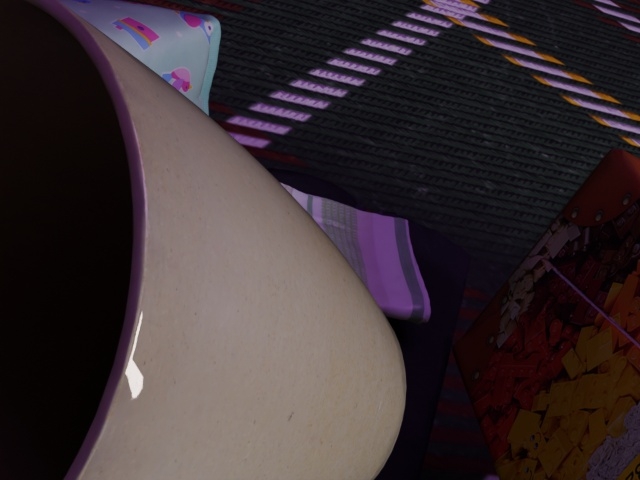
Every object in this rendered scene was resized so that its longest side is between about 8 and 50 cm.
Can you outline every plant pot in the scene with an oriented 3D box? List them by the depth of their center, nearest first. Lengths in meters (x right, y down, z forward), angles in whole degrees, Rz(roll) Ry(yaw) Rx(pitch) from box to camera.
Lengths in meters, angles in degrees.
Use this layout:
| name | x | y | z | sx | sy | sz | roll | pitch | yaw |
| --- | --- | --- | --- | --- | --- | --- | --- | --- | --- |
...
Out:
| name | x | y | z | sx | sy | sz | roll | pitch | yaw |
| --- | --- | --- | --- | --- | --- | --- | --- | --- | --- |
| plant pot | -0.086 | 0.050 | 0.648 | 0.274 | 0.256 | 0.256 | 21 | 28 | -53 |

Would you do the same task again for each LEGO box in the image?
| name | x | y | z | sx | sy | sz | roll | pitch | yaw |
| --- | --- | --- | --- | --- | --- | --- | --- | --- | --- |
| LEGO box | 0.372 | 0.197 | 0.916 | 0.500 | 0.193 | 0.372 | 25 | 25 | -23 |

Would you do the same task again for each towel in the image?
| name | x | y | z | sx | sy | sz | roll | pitch | yaw |
| --- | --- | --- | --- | --- | --- | --- | --- | --- | --- |
| towel | 0.000 | 0.000 | 0.981 | 0.152 | 0.023 | 0.113 | 18 | 30 | -21 |

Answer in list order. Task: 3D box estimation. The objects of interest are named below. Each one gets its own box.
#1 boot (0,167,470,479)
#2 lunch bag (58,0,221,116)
| name | x | y | z | sx | sy | sz | roll | pitch | yaw |
| --- | --- | --- | --- | --- | --- | --- | --- | --- | --- |
| boot | -0.087 | 0.071 | 0.931 | 0.367 | 0.146 | 0.445 | 35 | 36 | -10 |
| lunch bag | -0.237 | -0.099 | 1.014 | 0.262 | 0.160 | 0.223 | 13 | 20 | 22 |
